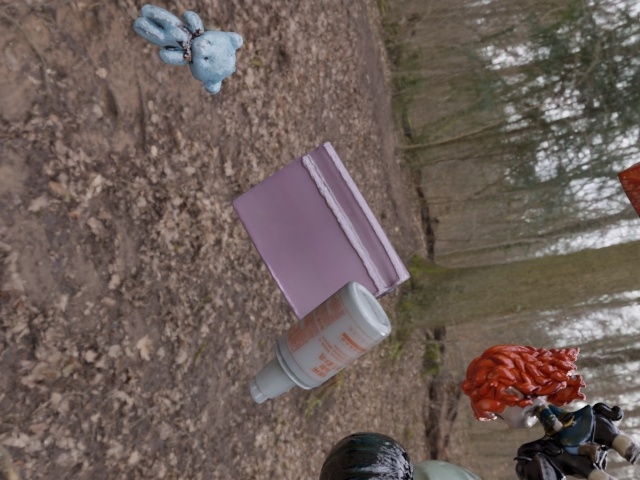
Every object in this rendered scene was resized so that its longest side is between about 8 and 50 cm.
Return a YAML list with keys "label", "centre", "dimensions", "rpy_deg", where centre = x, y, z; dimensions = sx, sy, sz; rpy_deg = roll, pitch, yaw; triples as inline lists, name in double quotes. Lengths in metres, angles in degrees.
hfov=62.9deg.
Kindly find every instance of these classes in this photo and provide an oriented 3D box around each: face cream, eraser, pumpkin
- label: "face cream"
  centre: [-0.016, 0.173, 0.812]
  dimensions: [0.101, 0.252, 0.101]
  rpy_deg: [47, 15, -16]
- label: "eraser"
  centre: [0.000, 0.000, 1.199]
  dimensions: [0.359, 0.272, 0.122]
  rpy_deg: [61, 8, 10]
- label: "pumpkin"
  centre: [0.118, 0.461, 0.906]
  dimensions: [0.248, 0.248, 0.248]
  rpy_deg: [-16, 90, -82]

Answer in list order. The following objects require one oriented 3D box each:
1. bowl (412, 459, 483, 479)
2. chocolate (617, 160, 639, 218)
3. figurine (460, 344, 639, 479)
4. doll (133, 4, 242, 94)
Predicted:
- label: "bowl"
  centre: [0.230, 0.616, 1.143]
  dimensions: [0.163, 0.307, 0.307]
  rpy_deg: [46, 16, -15]
- label: "chocolate"
  centre: [0.805, -0.095, 1.103]
  dimensions: [0.237, 0.108, 0.235]
  rpy_deg: [59, -34, -4]
- label: "figurine"
  centre: [0.541, 0.428, 1.256]
  dimensions: [0.241, 0.306, 0.411]
  rpy_deg: [14, 40, -41]
- label: "doll"
  centre: [-0.227, -0.345, 0.909]
  dimensions: [0.180, 0.120, 0.075]
  rpy_deg: [26, 0, -31]
